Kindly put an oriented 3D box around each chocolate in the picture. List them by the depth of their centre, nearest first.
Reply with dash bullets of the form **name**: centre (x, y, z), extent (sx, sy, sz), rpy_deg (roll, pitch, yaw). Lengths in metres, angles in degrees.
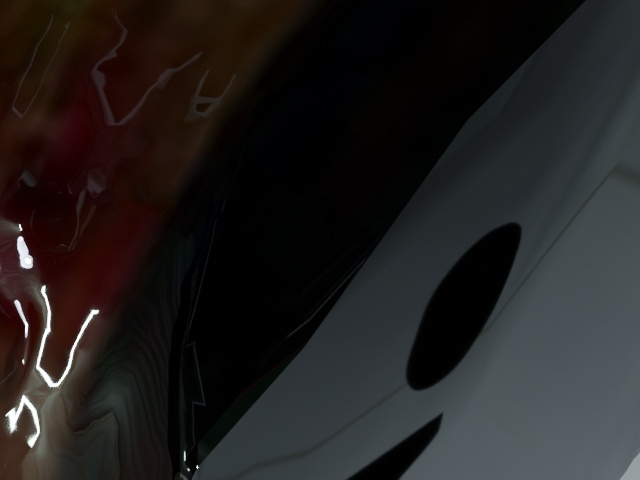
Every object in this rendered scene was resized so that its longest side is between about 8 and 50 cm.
- **chocolate**: centre (-0.060, -0.019, 0.588), extent (0.331, 0.384, 0.384), rpy_deg (34, 71, 23)
